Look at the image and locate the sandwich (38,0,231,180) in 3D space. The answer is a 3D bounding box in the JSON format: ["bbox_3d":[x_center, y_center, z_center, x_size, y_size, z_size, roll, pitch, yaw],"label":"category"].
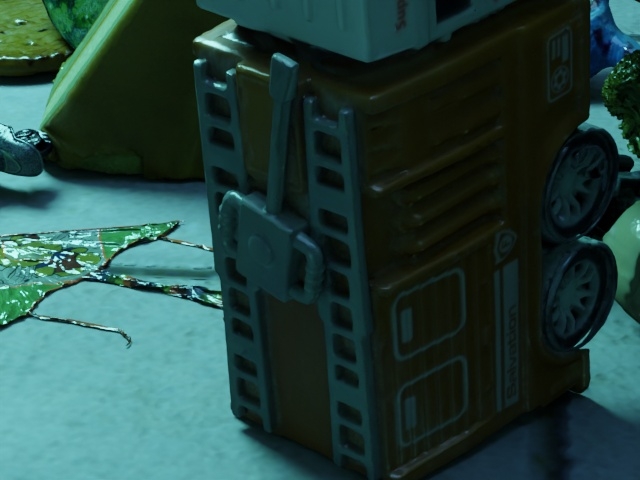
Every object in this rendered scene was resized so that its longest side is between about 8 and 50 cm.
[{"bbox_3d":[-0.102,-0.163,1.415,0.227,0.198,0.155,1,26,1],"label":"sandwich"}]

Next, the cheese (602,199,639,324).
[{"bbox_3d":[0.289,-0.010,1.231,0.163,0.082,0.286,15,26,21],"label":"cheese"}]

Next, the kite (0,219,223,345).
[{"bbox_3d":[-0.133,0.025,1.243,0.244,0.006,0.198,13,28,26],"label":"kite"}]

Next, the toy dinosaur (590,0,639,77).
[{"bbox_3d":[0.180,-0.167,1.559,0.329,0.076,0.144,11,59,20],"label":"toy dinosaur"}]

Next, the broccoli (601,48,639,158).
[{"bbox_3d":[0.265,-0.090,1.369,0.130,0.131,0.120,16,66,5],"label":"broccoli"}]

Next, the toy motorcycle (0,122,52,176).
[{"bbox_3d":[-0.279,-0.064,1.377,0.173,0.058,0.100,13,35,29],"label":"toy motorcycle"}]

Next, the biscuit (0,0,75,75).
[{"bbox_3d":[-0.259,-0.180,1.653,0.188,0.027,0.188,0,27,0],"label":"biscuit"}]

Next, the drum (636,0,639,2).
[{"bbox_3d":[0.262,-0.258,1.178,0.431,0.214,0.431,23,3,-1],"label":"drum"}]

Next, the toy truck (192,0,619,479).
[{"bbox_3d":[0.036,-0.071,1.013,0.173,0.387,0.207,21,38,38],"label":"toy truck"}]

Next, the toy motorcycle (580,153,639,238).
[{"bbox_3d":[0.141,-0.033,1.283,0.213,0.082,0.122,0,29,-31],"label":"toy motorcycle"}]

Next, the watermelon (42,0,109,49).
[{"bbox_3d":[-0.171,-0.203,1.622,0.136,0.202,0.207,-50,32,-11],"label":"watermelon"}]
